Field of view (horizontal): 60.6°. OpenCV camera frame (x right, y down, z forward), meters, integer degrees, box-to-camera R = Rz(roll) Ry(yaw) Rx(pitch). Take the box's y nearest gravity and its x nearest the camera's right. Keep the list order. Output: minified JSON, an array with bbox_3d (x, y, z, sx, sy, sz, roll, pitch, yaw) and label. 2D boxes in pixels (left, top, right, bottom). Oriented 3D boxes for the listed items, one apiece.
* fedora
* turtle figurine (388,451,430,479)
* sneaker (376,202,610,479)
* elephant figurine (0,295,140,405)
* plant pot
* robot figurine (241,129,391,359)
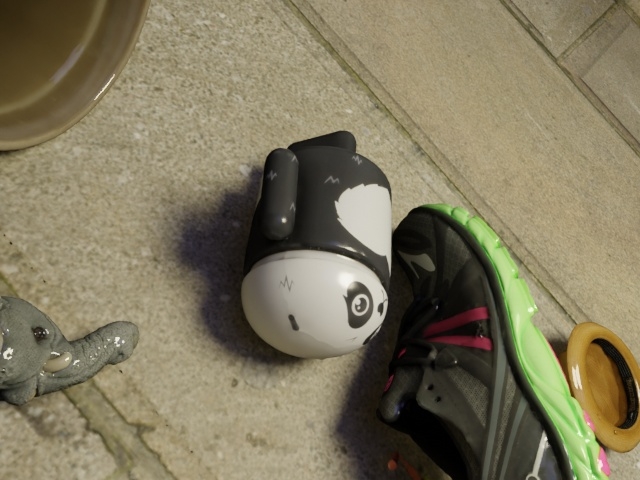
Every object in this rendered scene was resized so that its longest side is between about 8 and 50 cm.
[{"bbox_3d":[0.421,0.226,0.847,0.194,0.079,0.195,13,64,-28],"label":"fedora"},{"bbox_3d":[0.114,0.370,0.561,0.217,0.087,0.269,46,18,-7],"label":"turtle figurine"},{"bbox_3d":[0.151,0.133,0.644,0.202,0.185,0.483,-15,43,4],"label":"sneaker"},{"bbox_3d":[-0.299,0.104,0.449,0.169,0.186,0.240,1,40,18],"label":"elephant figurine"},{"bbox_3d":[-0.372,-0.293,0.538,0.280,0.323,0.323,27,51,5],"label":"plant pot"},{"bbox_3d":[0.003,0.001,0.655,0.209,0.173,0.278,19,55,-19],"label":"robot figurine"}]
